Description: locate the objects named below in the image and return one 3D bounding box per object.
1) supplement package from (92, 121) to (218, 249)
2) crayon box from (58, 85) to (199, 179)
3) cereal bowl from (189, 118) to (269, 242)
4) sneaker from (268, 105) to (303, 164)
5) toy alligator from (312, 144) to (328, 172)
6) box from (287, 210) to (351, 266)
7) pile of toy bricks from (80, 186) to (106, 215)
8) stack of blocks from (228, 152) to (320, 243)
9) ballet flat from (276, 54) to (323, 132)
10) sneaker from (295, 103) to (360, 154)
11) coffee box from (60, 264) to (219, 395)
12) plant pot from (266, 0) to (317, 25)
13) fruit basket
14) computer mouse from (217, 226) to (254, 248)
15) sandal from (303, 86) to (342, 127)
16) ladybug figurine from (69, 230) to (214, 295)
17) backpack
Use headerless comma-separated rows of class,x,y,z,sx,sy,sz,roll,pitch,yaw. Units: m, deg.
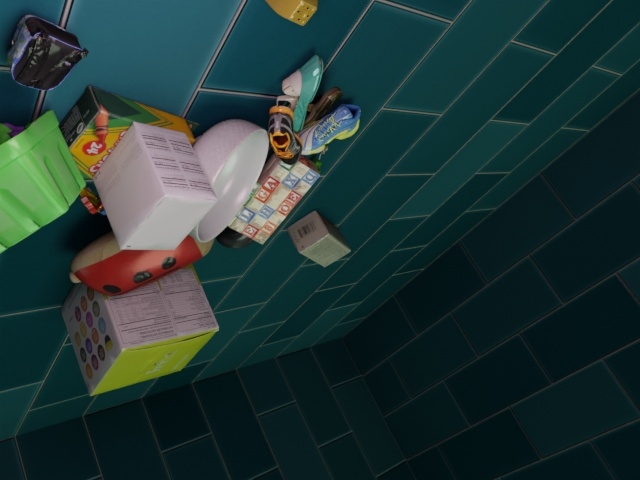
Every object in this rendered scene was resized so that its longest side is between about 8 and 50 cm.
supplement package,-0.371,-0.115,1.257,0.194,0.203,0.149,-41,155,29
crayon box,-0.442,-0.223,1.317,0.202,0.081,0.318,-40,157,25
cereal bowl,-0.280,-0.170,1.465,0.339,0.141,0.339,-59,174,-10
sneaker,-0.100,-0.261,1.497,0.084,0.083,0.215,0,152,10
toy alligator,-0.025,-0.223,1.833,0.189,0.051,0.056,-49,151,22
box,0.000,0.000,2.310,0.148,0.121,0.311,-32,159,8
pile of toy bricks,-0.528,-0.089,1.477,0.118,0.105,0.212,-29,159,1
stack of blocks,-0.163,-0.149,1.711,0.171,0.087,0.297,30,113,-29
ballet flat,-0.065,-0.372,1.455,0.087,0.083,0.247,-3,148,-21
sneaker,0.020,-0.335,1.621,0.240,0.091,0.126,-31,165,-29
coffee box,-0.601,0.261,1.861,0.338,0.334,0.337,-7,150,-44
plant pot,-0.054,-0.498,1.172,0.081,0.083,0.081,-41,155,31
fruit basket,-0.694,-0.143,1.049,0.392,0.283,0.392,-3,115,-7
computer mouse,-0.238,-0.044,1.987,0.272,0.072,0.188,-31,160,5
sandal,-0.013,-0.369,1.531,0.090,0.060,0.219,-38,-177,-23
ladybug figurine,-0.496,0.031,1.631,0.449,0.162,0.305,-26,177,-10
backpack,-0.495,-0.331,1.000,0.114,0.084,0.105,-43,154,21
